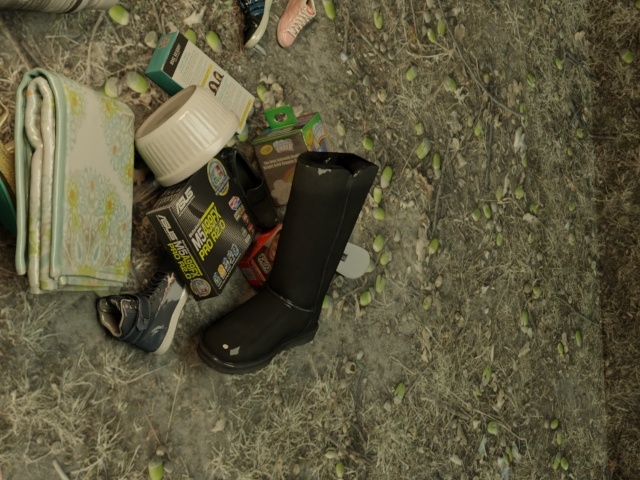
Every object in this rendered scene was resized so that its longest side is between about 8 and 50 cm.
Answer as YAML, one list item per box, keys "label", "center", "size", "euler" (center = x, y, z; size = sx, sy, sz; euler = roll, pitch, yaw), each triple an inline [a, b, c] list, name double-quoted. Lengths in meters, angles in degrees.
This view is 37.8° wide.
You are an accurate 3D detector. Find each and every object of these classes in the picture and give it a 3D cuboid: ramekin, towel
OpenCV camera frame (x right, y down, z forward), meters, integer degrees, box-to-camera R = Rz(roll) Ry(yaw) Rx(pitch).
- label: "ramekin"
  center: [-0.272, -0.215, 1.853]
  size: [0.109, 0.207, 0.207]
  euler: [50, 54, -23]
- label: "towel"
  center: [-0.433, -0.091, 1.667]
  size: [0.320, 0.090, 0.374]
  euler: [16, 75, -78]

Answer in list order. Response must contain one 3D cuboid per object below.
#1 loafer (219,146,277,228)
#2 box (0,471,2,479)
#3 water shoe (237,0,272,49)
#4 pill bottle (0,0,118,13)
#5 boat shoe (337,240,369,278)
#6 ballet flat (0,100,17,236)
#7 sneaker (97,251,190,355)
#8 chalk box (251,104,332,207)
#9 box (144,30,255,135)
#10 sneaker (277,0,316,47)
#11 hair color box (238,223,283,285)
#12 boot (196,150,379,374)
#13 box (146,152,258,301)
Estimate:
- label: "loafer"
  center: [-0.156, -0.112, 2.060]
  size: [0.223, 0.078, 0.076]
  euler: [57, 50, -30]
- label: "box"
  center: [-0.619, 0.291, 1.512]
  size: [0.128, 0.122, 0.257]
  euler: [-15, 100, -46]
- label: "water shoe"
  center: [-0.157, -0.521, 2.095]
  size: [0.080, 0.073, 0.203]
  euler: [22, 67, -22]
- label: "pill bottle"
  center: [-0.496, -0.484, 1.642]
  size: [0.283, 0.161, 0.161]
  euler: [-11, 97, -47]
- label: "boat shoe"
  center: [0.000, 0.000, 2.209]
  size: [0.301, 0.102, 0.108]
  euler: [28, 91, -49]
- label: "ballet flat"
  center: [-0.558, -0.164, 1.575]
  size: [0.123, 0.123, 0.348]
  euler: [-53, 130, -34]
- label: "sneaker"
  center: [-0.345, 0.100, 1.843]
  size: [0.163, 0.086, 0.226]
  euler: [28, 70, -46]
- label: "chalk box"
  center: [-0.061, -0.204, 2.105]
  size: [0.132, 0.132, 0.213]
  euler: [-53, 129, -60]
- label: "box"
  center: [-0.251, -0.326, 1.977]
  size: [0.244, 0.060, 0.100]
  euler: [38, 62, -40]
- label: "sneaker"
  center: [-0.054, -0.517, 2.192]
  size: [0.051, 0.070, 0.134]
  euler: [35, 65, -43]
- label: "hair color box"
  center: [-0.122, 0.031, 2.118]
  size: [0.141, 0.043, 0.072]
  euler: [-51, 123, -36]
- label: "boot"
  center: [-0.068, 0.036, 1.954]
  size: [0.367, 0.146, 0.445]
  euler: [-22, 139, -56]
- label: "box"
  center: [-0.234, -0.038, 1.919]
  size: [0.216, 0.060, 0.270]
  euler: [65, 26, -23]
